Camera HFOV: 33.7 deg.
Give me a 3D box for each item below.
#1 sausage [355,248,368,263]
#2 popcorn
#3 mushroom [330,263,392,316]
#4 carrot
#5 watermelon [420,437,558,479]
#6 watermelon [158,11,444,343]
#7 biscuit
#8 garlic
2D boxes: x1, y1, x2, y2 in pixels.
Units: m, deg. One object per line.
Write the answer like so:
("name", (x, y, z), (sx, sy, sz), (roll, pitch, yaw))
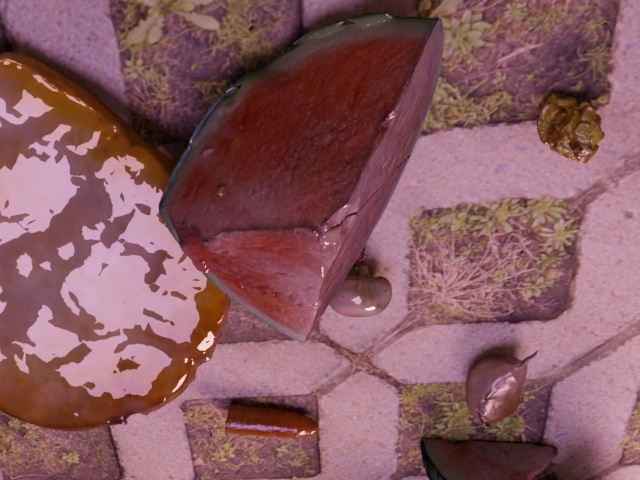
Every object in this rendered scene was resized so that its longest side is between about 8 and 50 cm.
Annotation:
("sausage", (0.000, 0.000, 1.308), (0.129, 0.034, 0.034), (19, 132, -13))
("popcorn", (0.271, -0.121, 1.154), (0.059, 0.068, 0.083), (-44, 95, -10))
("mushroom", (0.049, 0.064, 1.338), (0.083, 0.083, 0.067), (-1, 88, 7))
("carrot", (-0.071, 0.267, 1.559), (0.139, 0.048, 0.048), (5, 133, -2))
("watermelon", (0.258, 0.382, 1.586), (0.202, 0.136, 0.207), (-7, 147, 19))
("watermelon", (-0.033, -0.087, 1.123), (0.222, 0.292, 0.319), (24, 163, 7))
("biscuit", (-0.320, 0.028, 1.255), (0.446, 0.104, 0.429), (31, 110, -11))
("garlic", (0.240, 0.194, 1.452), (0.084, 0.066, 0.152), (-17, 139, -16))
